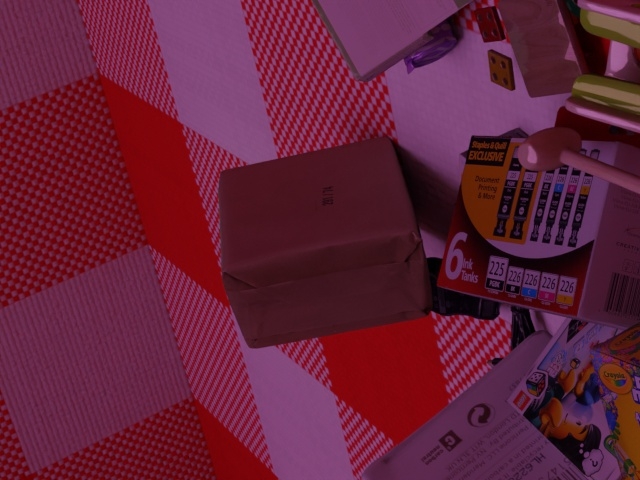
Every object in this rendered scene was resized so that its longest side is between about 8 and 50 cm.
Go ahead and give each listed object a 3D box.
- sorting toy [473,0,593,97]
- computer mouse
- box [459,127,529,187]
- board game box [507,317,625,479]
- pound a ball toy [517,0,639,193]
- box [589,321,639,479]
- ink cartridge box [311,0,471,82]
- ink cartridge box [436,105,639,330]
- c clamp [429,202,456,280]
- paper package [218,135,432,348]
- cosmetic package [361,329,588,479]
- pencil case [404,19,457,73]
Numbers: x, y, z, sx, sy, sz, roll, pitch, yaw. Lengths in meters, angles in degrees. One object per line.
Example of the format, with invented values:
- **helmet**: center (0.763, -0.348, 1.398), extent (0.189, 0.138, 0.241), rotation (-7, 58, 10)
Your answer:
- **sorting toy**: center (0.289, -0.252, 1.853), extent (0.274, 0.046, 0.132), rotation (1, 114, 66)
- **computer mouse**: center (0.255, 0.110, 2.297), extent (0.262, 0.060, 0.184), rotation (-2, 101, 57)
- **box**: center (0.266, -0.035, 2.061), extent (0.114, 0.103, 0.203), rotation (45, 151, 42)
- **board game box**: center (0.381, 0.135, 1.778), extent (0.305, 0.053, 0.193), rotation (-57, 46, 11)
- **pound a ball toy**: center (0.377, -0.142, 1.521), extent (0.319, 0.135, 0.208), rotation (21, 121, 34)
- **box**: center (0.475, 0.194, 1.558), extent (0.177, 0.290, 0.279), rotation (20, 132, 61)
- **ink cartridge box**: center (0.109, -0.352, 2.037), extent (0.171, 0.235, 0.056), rotation (61, -160, 9)
- **ink cartridge box**: center (0.297, -0.046, 1.773), extent (0.309, 0.130, 0.272), rotation (10, 86, 63)
- **c clamp**: center (0.215, 0.005, 2.255), extent (0.137, 0.022, 0.161), rotation (39, 119, 51)
- **paper package**: center (0.000, 0.000, 2.331), extent (0.325, 0.309, 0.168), rotation (-98, -3, -59)
- **cosmetic package**: center (0.318, 0.409, 1.974), extent (0.327, 0.329, 0.394), rotation (44, 168, 43)
- **pencil case**: center (0.115, -0.345, 2.106), extent (0.206, 0.088, 0.086), rotation (60, 148, 10)
